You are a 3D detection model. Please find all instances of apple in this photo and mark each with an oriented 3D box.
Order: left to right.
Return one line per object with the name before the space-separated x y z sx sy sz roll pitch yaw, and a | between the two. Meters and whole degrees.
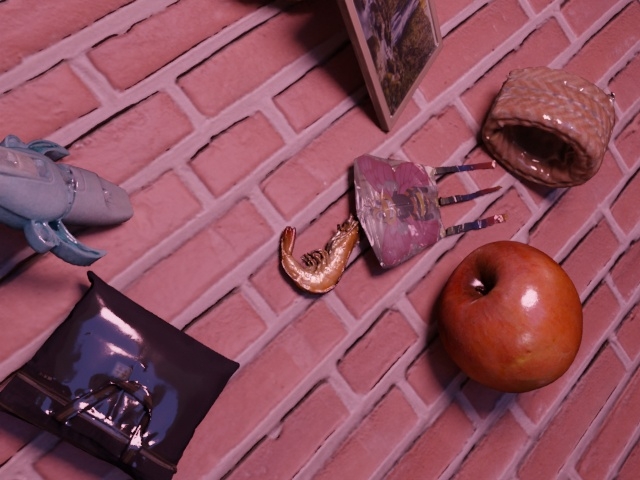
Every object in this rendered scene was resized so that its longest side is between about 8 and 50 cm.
apple | 0.327 0.132 1.057 0.253 0.253 0.254 4 80 -26

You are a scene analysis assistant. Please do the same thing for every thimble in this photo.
thimble | 0.436 -0.216 1.185 0.229 0.196 0.148 25 66 10

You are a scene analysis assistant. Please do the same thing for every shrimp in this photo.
shrimp | 0.000 0.000 1.020 0.124 0.034 0.178 32 71 -12

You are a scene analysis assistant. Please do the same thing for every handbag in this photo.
handbag | -0.259 0.193 0.826 0.254 0.088 0.211 36 62 -16

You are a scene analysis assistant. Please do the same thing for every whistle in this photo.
whistle | -0.345 -0.062 0.768 0.274 0.093 0.186 12 47 -61

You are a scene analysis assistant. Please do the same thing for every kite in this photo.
kite | 0.208 -0.067 1.128 0.360 0.022 0.204 -8 81 -32

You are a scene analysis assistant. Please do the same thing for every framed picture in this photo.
framed picture | 0.125 -0.378 1.041 0.240 0.020 0.324 -57 144 -23
